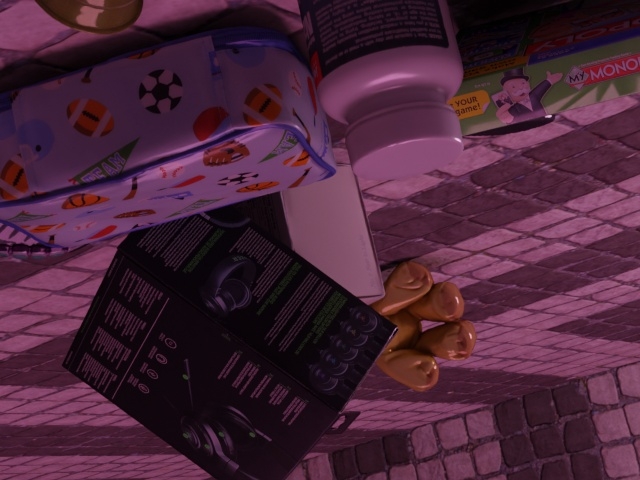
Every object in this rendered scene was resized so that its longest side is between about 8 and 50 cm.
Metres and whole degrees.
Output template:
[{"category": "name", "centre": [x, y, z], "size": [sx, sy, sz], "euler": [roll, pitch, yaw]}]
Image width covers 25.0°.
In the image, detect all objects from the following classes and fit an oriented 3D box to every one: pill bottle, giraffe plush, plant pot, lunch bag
[{"category": "pill bottle", "centre": [0.044, -0.141, 1.036], "size": [0.108, 0.180, 0.108], "euler": [-11, 164, -3]}, {"category": "giraffe plush", "centre": [0.107, 0.124, 2.083], "size": [0.210, 0.181, 0.170], "euler": [-23, -175, 2]}, {"category": "plant pot", "centre": [-0.141, -0.191, 0.939], "size": [0.083, 0.083, 0.079], "euler": [-1, 150, -32]}, {"category": "lunch bag", "centre": [-0.145, -0.080, 1.245], "size": [0.303, 0.114, 0.243], "euler": [-13, 170, 9]}]

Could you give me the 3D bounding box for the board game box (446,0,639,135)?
[{"category": "board game box", "centre": [0.251, -0.162, 1.129], "size": [0.317, 0.046, 0.213], "euler": [-13, -164, 17]}]

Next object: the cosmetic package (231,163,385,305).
[{"category": "cosmetic package", "centre": [-0.075, 0.040, 1.627], "size": [0.113, 0.160, 0.309], "euler": [-1, 162, -38]}]

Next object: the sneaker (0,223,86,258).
[{"category": "sneaker", "centre": [-0.303, -0.030, 1.364], "size": [0.224, 0.083, 0.098], "euler": [-9, 159, -6]}]

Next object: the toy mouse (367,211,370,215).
[{"category": "toy mouse", "centre": [0.000, 0.000, 1.767], "size": [0.143, 0.031, 0.161], "euler": [-17, 163, 19]}]

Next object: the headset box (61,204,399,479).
[{"category": "headset box", "centre": [-0.090, 0.113, 1.462], "size": [0.131, 0.283, 0.246], "euler": [-52, 177, -39]}]

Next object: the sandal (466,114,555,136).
[{"category": "sandal", "centre": [0.136, -0.133, 1.388], "size": [0.097, 0.054, 0.254], "euler": [-13, 175, 33]}]
